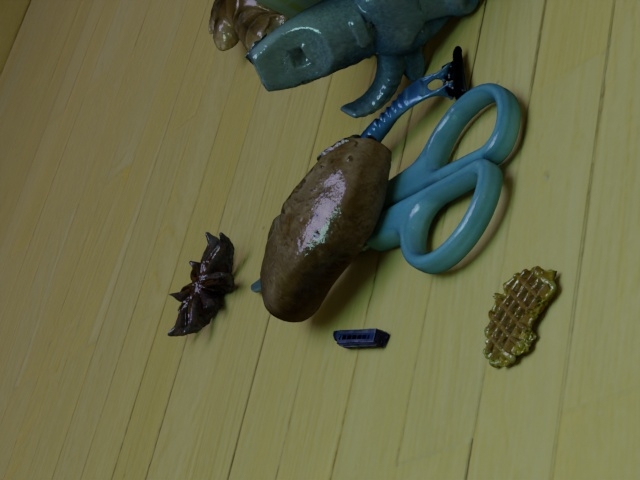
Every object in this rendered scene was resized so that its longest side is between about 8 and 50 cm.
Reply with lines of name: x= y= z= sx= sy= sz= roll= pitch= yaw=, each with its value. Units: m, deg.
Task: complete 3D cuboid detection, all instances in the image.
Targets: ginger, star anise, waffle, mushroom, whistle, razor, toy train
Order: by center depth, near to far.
waffle: x=0.155 y=0.061 z=1.127 sx=0.078 sy=0.016 sz=0.085 roll=-20 pitch=46 yaw=62
toy train: x=0.035 y=0.092 z=1.329 sx=0.083 sy=0.017 sz=0.017 roll=-9 pitch=63 yaw=61
mushroom: x=-0.001 y=-0.001 z=1.369 sx=0.210 sy=0.072 sz=0.094 roll=-56 pitch=34 yaw=25
razor: x=0.057 y=-0.099 z=1.461 sx=0.253 sy=0.042 sz=0.082 roll=-45 pitch=27 yaw=32
whistle: x=0.053 y=-0.230 z=1.466 sx=0.269 sy=0.180 sz=0.093 roll=-28 pitch=29 yaw=-3
star anise: x=-0.135 y=0.053 z=1.676 sx=0.141 sy=0.042 sz=0.141 roll=-45 pitch=31 yaw=37
ginger: x=-0.101 y=-0.324 z=1.991 sx=0.333 sy=0.081 sz=0.148 roll=-157 pitch=80 yaw=-67

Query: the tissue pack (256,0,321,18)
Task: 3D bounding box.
tissue pack: x=-0.013 y=-0.381 z=1.483 sx=0.162 sy=0.388 sz=0.287 roll=43 pitch=105 yaw=31

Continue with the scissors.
scissors: x=0.042 y=-0.012 z=1.414 sx=0.447 sy=0.029 sz=0.193 roll=-28 pitch=39 yaw=53
